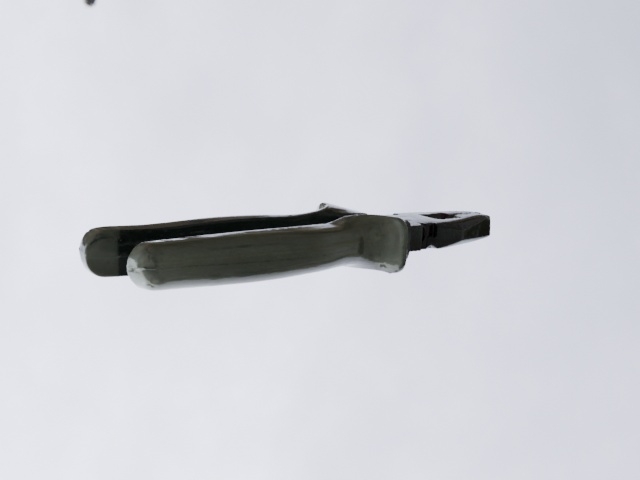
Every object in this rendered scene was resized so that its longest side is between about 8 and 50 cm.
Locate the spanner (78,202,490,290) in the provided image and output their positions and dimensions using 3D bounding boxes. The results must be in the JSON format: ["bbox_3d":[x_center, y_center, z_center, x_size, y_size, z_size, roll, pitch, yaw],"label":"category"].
[{"bbox_3d":[0.000,0.000,0.690,0.324,0.095,0.040,-5,-78,-39],"label":"spanner"}]
